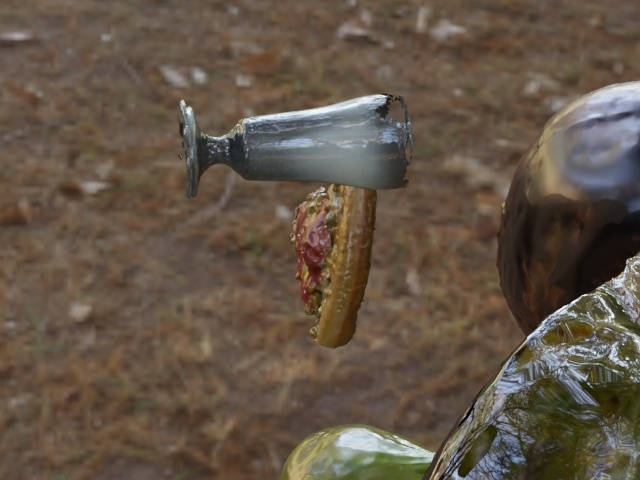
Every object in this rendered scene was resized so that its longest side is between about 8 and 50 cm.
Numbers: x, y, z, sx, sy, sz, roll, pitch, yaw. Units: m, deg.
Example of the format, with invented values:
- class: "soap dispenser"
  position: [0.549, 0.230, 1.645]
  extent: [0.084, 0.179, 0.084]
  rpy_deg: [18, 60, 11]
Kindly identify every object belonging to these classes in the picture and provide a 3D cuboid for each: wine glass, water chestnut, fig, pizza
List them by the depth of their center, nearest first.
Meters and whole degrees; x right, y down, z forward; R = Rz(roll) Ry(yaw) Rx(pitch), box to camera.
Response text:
- class: "wine glass"
  position: [-0.019, -0.064, 1.054]
  extent: [0.155, 0.072, 0.072]
  rpy_deg: [-3, 34, -9]
- class: "water chestnut"
  position: [0.342, -0.015, 1.453]
  extent: [0.350, 0.350, 0.302]
  rpy_deg: [12, 41, 10]
- class: "pizza"
  position: [0.000, 0.000, 1.532]
  extent: [0.062, 0.188, 0.199]
  rpy_deg: [7, 11, -16]
- class: "fig"
  position: [0.055, 0.287, 1.679]
  extent: [0.167, 0.167, 0.233]
  rpy_deg: [-16, 13, -29]

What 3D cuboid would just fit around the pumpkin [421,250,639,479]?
- class: "pumpkin"
  position: [0.193, 0.119, 0.593]
  extent: [0.232, 0.242, 0.325]
  rpy_deg: [34, 56, 27]
